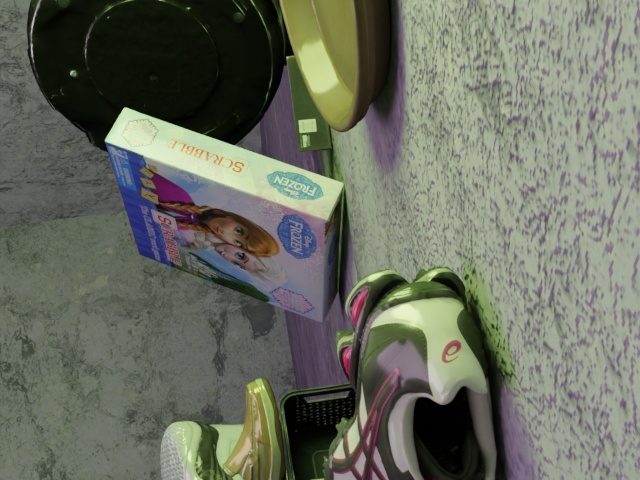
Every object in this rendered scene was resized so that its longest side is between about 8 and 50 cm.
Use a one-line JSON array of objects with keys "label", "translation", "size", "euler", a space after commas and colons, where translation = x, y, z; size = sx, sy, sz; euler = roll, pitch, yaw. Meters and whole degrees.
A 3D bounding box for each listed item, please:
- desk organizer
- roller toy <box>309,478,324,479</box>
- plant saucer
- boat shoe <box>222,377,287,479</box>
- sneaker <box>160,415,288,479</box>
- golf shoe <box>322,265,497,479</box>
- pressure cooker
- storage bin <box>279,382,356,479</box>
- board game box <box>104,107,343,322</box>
[{"label": "desk organizer", "translation": [-0.016, -0.187, 1.392], "size": [0.050, 0.047, 0.130], "euler": [-161, 63, -87]}, {"label": "roller toy", "translation": [0.011, 0.312, 0.980], "size": [0.209, 0.191, 0.146], "euler": [-146, 49, -84]}, {"label": "plant saucer", "translation": [0.005, -0.235, 0.898], "size": [0.278, 0.041, 0.278], "euler": [166, 90, -80]}, {"label": "boat shoe", "translation": [-0.077, 0.253, 1.160], "size": [0.068, 0.072, 0.190], "euler": [-129, 33, -80]}, {"label": "sneaker", "translation": [-0.053, 0.373, 1.267], "size": [0.366, 0.210, 0.137], "euler": [62, 145, 34]}, {"label": "golf shoe", "translation": [0.062, 0.151, 0.681], "size": [0.120, 0.105, 0.273], "euler": [-117, 18, -54]}, {"label": "pressure cooker", "translation": [-0.227, -0.364, 1.532], "size": [0.370, 0.375, 0.420], "euler": [-46, 23, 26]}, {"label": "storage bin", "translation": [0.021, 0.267, 1.195], "size": [0.180, 0.122, 0.084], "euler": [-103, 7, -46]}, {"label": "board game box", "translation": [-0.128, -0.025, 1.442], "size": [0.319, 0.317, 0.066], "euler": [90, -158, -61]}]
